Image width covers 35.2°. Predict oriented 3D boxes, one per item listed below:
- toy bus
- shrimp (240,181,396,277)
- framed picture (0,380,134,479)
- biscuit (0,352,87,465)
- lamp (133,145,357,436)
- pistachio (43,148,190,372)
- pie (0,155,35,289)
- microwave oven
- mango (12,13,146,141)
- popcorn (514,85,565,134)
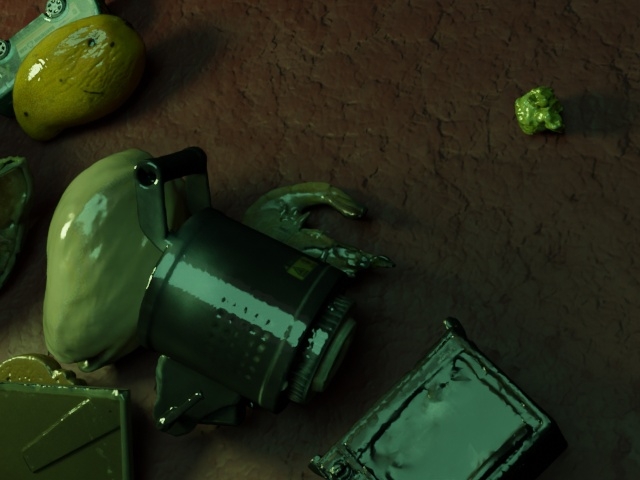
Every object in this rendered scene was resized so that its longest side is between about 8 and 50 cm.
[{"bbox_3d":[-0.464,-0.320,1.697,0.262,0.091,0.109,-36,72,6],"label":"toy bus"},{"bbox_3d":[0.003,-0.015,1.415,0.254,0.059,0.145,3,61,27],"label":"shrimp"},{"bbox_3d":[-0.385,0.301,1.413,0.281,0.019,0.209,2,95,21],"label":"framed picture"},{"bbox_3d":[-0.397,0.238,1.451,0.170,0.050,0.170,2,95,21],"label":"biscuit"},{"bbox_3d":[-0.087,0.082,1.295,0.272,0.205,0.374,6,103,14],"label":"lamp"},{"bbox_3d":[-0.297,0.032,1.430,0.226,0.208,0.331,18,94,36],"label":"pistachio"},{"bbox_3d":[-0.591,-0.030,1.506,0.337,0.337,0.075,-50,38,-3],"label":"pie"},{"bbox_3d":[0.142,0.247,1.182,0.247,0.188,0.178,-46,61,0],"label":"microwave oven"},{"bbox_3d":[-0.393,-0.257,1.613,0.262,0.157,0.109,-38,24,13],"label":"mango"},{"bbox_3d":[0.300,-0.170,1.357,0.083,0.059,0.068,45,129,37],"label":"popcorn"}]
